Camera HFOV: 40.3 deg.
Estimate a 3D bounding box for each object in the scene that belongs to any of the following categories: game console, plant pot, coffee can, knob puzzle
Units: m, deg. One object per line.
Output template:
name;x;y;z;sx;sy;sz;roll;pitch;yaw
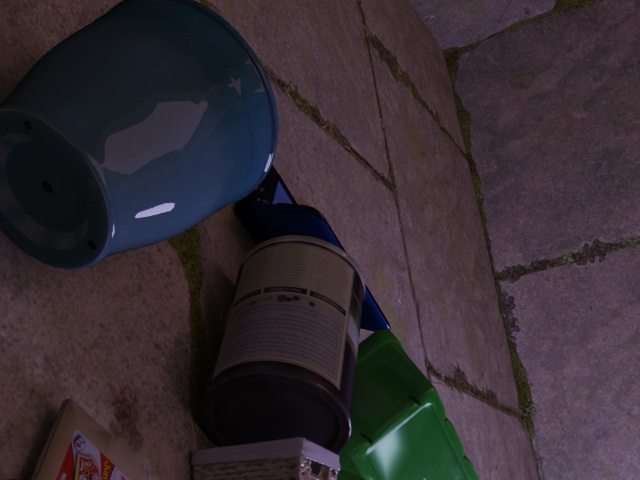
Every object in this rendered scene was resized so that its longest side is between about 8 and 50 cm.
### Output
game console;0.000;0.000;1.510;0.293;0.174;0.250;59;26;-32
plant pot;-0.223;-0.104;0.956;0.255;0.272;0.271;-48;119;-50
coffee can;-0.045;0.153;1.244;0.201;0.202;0.275;58;26;-32
knob puzzle;-0.239;0.289;0.906;0.213;0.030;0.213;50;30;-44

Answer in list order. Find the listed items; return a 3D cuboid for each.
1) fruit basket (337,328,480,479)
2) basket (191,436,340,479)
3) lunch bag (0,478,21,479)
fruit basket;0.096;0.333;1.479;0.392;0.283;0.392;47;-20;23
basket;-0.070;0.321;1.111;0.113;0.167;0.103;43;41;-52
lunch bag;-0.266;0.266;0.724;0.151;0.129;0.096;65;21;-20
